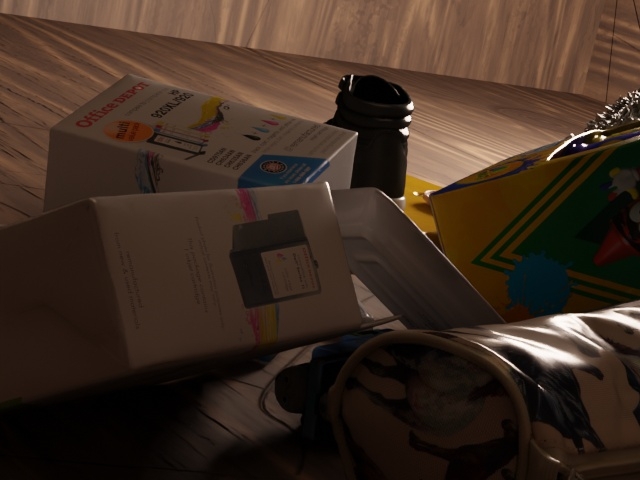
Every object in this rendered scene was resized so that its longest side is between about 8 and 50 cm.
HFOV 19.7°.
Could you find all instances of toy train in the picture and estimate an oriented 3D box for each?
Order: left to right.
[{"bbox_3d":[0.041,0.115,1.455,0.105,0.080,0.184,10,10,35],"label":"toy train"}]

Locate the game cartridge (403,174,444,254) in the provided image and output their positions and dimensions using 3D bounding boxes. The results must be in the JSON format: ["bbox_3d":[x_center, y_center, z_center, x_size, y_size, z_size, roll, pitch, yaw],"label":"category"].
[{"bbox_3d":[0.076,-0.032,2.269,0.285,0.053,0.323,22,17,38],"label":"game cartridge"}]

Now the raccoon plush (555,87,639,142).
[{"bbox_3d":[0.438,-0.159,2.382,0.216,0.446,0.299,30,3,17],"label":"raccoon plush"}]

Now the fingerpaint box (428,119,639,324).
[{"bbox_3d":[0.355,-0.048,1.966,0.371,0.163,0.445,-15,3,20],"label":"fingerpaint box"}]

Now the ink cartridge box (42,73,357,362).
[{"bbox_3d":[-0.111,-0.025,1.651,0.232,0.168,0.171,15,26,15],"label":"ink cartridge box"}]

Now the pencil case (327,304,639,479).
[{"bbox_3d":[0.197,0.134,1.318,0.183,0.160,0.410,34,22,36],"label":"pencil case"}]

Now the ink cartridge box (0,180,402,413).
[{"bbox_3d":[-0.115,0.040,1.330,0.207,0.119,0.353,-17,-6,31],"label":"ink cartridge box"}]

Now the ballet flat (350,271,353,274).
[{"bbox_3d":[0.000,0.000,1.858,0.086,0.086,0.248,19,13,27],"label":"ballet flat"}]

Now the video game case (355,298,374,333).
[{"bbox_3d":[-0.051,0.045,1.812,0.173,0.022,0.190,9,12,-15],"label":"video game case"}]

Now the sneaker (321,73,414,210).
[{"bbox_3d":[0.041,-0.137,2.246,0.104,0.147,0.296,5,13,-20],"label":"sneaker"}]

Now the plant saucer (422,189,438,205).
[{"bbox_3d":[0.165,-0.044,2.253,0.083,0.013,0.083,11,13,-2],"label":"plant saucer"}]

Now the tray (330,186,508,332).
[{"bbox_3d":[0.096,0.060,1.513,0.270,0.030,0.145,46,-16,-17],"label":"tray"}]

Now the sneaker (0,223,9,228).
[{"bbox_3d":[-0.369,0.012,1.479,0.305,0.114,0.152,15,1,-25],"label":"sneaker"}]
